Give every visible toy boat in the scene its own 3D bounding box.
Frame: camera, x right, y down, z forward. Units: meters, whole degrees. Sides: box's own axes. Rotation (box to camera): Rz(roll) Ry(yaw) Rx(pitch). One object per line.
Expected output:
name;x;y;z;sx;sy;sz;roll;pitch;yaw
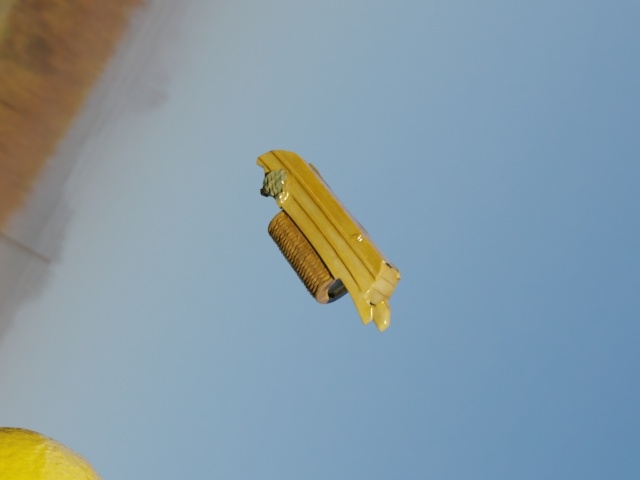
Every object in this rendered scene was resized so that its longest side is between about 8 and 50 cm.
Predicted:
toy boat;0.000;0.000;2.070;0.115;0.310;0.089;-42;156;8

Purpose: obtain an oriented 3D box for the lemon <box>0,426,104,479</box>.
lemon;-0.305;0.301;1.397;0.240;0.240;0.219;-59;-172;0
